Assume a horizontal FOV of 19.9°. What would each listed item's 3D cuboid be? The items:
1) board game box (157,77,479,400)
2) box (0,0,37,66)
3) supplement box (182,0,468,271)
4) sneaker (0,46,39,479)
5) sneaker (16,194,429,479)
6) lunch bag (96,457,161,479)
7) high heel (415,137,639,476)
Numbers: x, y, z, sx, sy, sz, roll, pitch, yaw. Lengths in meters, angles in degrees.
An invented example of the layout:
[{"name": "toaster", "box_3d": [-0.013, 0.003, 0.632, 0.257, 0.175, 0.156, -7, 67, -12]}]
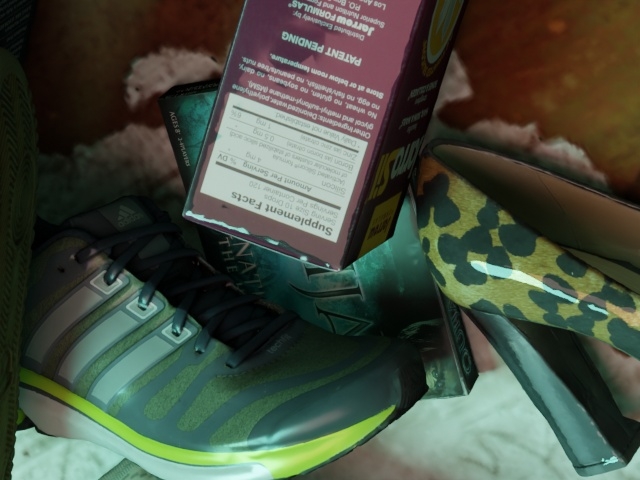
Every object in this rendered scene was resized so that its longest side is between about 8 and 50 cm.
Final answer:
[{"name": "board game box", "box_3d": [0.000, 0.000, 0.948, 0.126, 0.026, 0.186, -8, 111, 24]}, {"name": "box", "box_3d": [-0.243, -0.098, 0.946, 0.153, 0.108, 0.207, 23, 119, 8]}, {"name": "supplement box", "box_3d": [0.013, -0.091, 0.831, 0.081, 0.104, 0.188, 20, 105, 12]}, {"name": "sneaker", "box_3d": [-0.224, 0.031, 0.882, 0.153, 0.099, 0.282, 11, 116, 4]}, {"name": "sneaker", "box_3d": [-0.083, 0.043, 0.927, 0.300, 0.111, 0.121, 7, 114, 31]}, {"name": "lunch bag", "box_3d": [-0.065, 0.280, 0.971, 0.235, 0.169, 0.287, 55, 133, 41]}, {"name": "high heel", "box_3d": [0.172, -0.007, 0.843, 0.261, 0.093, 0.186, -28, 101, 33]}]
